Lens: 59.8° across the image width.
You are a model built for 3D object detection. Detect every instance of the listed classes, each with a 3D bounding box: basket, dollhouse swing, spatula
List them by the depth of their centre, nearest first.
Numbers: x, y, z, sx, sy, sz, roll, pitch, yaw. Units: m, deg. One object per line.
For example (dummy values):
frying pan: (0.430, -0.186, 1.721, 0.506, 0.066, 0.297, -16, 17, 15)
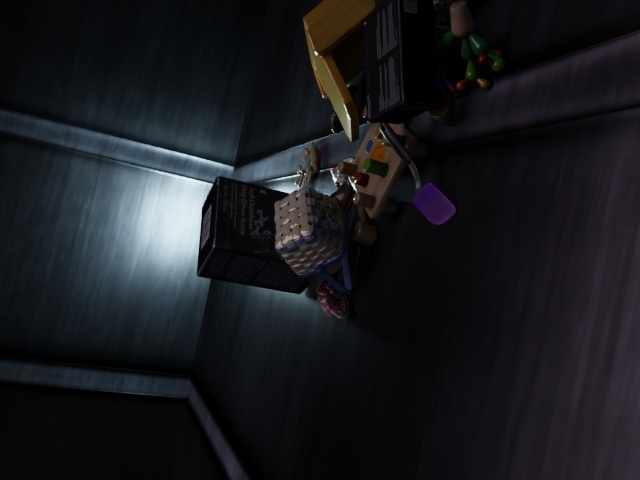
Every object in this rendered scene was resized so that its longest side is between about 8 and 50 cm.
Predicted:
spatula: (0.219, -0.168, 1.333, 0.297, 0.030, 0.084, 62, 142, 20)
basket: (0.000, 0.000, 1.630, 0.201, 0.289, 0.255, -23, 52, 22)
dollhouse swing: (0.120, -0.533, 1.684, 0.315, 0.305, 0.347, -39, -9, -2)

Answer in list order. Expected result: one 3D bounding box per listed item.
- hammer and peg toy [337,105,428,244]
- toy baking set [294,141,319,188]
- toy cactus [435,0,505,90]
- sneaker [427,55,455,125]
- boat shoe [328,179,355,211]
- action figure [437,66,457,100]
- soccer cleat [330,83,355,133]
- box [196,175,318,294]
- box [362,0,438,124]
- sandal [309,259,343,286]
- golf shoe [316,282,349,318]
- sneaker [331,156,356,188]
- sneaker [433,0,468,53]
hammer and peg toy: (0.140, -0.186, 1.564, 0.266, 0.127, 0.361, -110, 38, -52)
toy baking set: (-0.050, -0.258, 2.191, 0.256, 0.030, 0.197, -101, 29, -44)
toy cactus: (0.315, -0.437, 1.240, 0.112, 0.181, 0.219, -28, 39, 0)
sneaker: (0.286, -0.361, 1.359, 0.064, 0.086, 0.192, -21, 60, 29)
boat shoe: (0.048, -0.115, 1.823, 0.073, 0.073, 0.207, -102, 33, -50)
action figure: (0.279, -0.375, 1.295, 0.038, 0.030, 0.115, -39, 51, 24)
soccer cleat: (0.078, -0.464, 1.947, 0.072, 0.060, 0.179, 10, 85, 66)
box: (-0.209, -0.011, 1.954, 0.212, 0.395, 0.294, -49, 37, 48)
box: (0.187, -0.429, 1.329, 0.184, 0.103, 0.261, 174, 95, -66)
sandal: (0.027, 0.106, 1.814, 0.179, 0.040, 0.067, -33, 53, 41)
golf shoe: (0.044, 0.199, 1.697, 0.186, 0.067, 0.086, -136, 34, -64)
sneaker: (0.089, -0.218, 1.817, 0.161, 0.057, 0.075, -26, 72, 61)
sneaker: (0.272, -0.511, 1.438, 0.410, 0.158, 0.182, 134, 131, -63)
